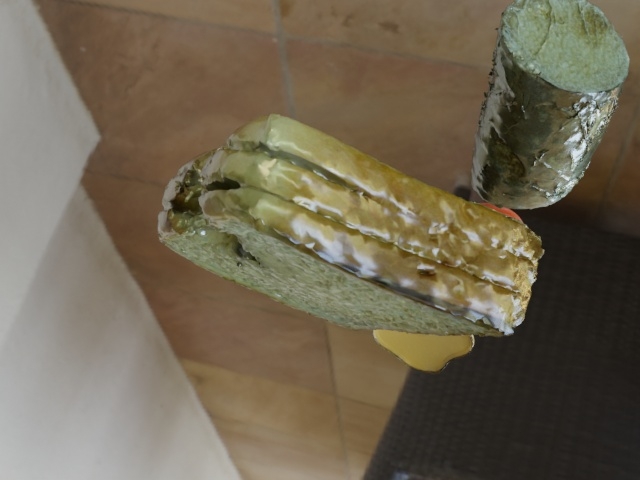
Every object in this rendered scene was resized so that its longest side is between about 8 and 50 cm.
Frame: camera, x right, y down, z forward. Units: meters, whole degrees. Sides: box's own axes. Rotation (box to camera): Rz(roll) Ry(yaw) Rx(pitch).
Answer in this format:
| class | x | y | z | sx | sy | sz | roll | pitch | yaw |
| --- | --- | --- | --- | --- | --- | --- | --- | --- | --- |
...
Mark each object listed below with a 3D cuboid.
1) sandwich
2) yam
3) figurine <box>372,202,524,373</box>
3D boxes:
| class | x | y | z | sx | sy | sz | roll | pitch | yaw |
| --- | --- | --- | --- | --- | --- | --- | --- | --- | --- |
| sandwich | 0.001 | -0.002 | 0.767 | 0.249 | 0.095 | 0.273 | 22 | 168 | -19 |
| yam | 0.179 | -0.102 | 0.751 | 0.107 | 0.107 | 0.183 | 14 | 146 | 6 |
| figurine | 0.169 | 0.042 | 1.345 | 0.181 | 0.257 | 0.208 | 44 | 131 | -2 |
